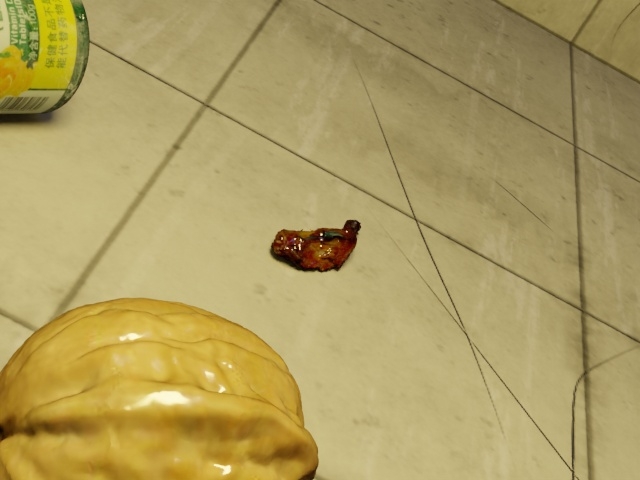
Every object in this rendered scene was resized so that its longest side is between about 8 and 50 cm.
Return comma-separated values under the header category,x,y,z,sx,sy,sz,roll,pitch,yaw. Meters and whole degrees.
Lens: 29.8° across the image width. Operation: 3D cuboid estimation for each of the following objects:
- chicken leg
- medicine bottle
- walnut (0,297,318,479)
category,x,y,z,sx,sy,sz,roll,pitch,yaw
chicken leg,0.003,0.002,1.218,0.145,0.037,0.062,-7,33,-46
medicine bottle,-0.355,-0.179,1.047,0.293,0.141,0.141,-8,47,-48
walnut,-0.101,0.134,0.751,0.213,0.213,0.213,23,30,-14
